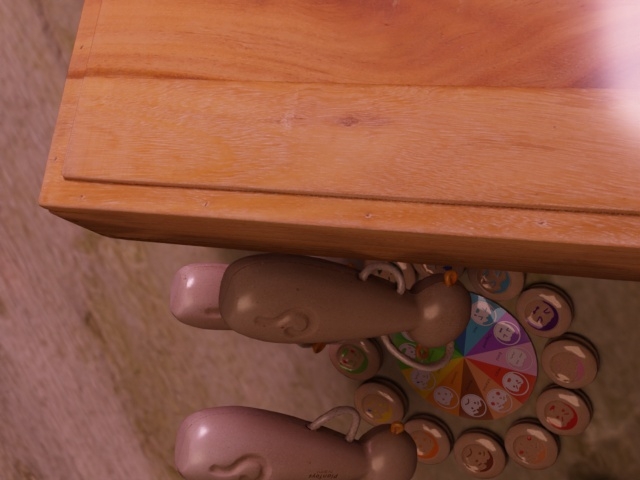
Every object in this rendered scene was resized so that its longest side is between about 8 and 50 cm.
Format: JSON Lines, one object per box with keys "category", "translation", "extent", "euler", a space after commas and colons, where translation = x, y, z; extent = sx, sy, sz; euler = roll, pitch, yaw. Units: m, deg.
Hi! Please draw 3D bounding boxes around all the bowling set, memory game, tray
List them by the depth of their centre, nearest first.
{"category": "tray", "translation": [0.058, -0.093, 0.913], "extent": [0.411, 0.076, 0.203], "euler": [4, 77, 32]}
{"category": "bowling set", "translation": [0.000, 0.000, 1.141], "extent": [0.154, 0.200, 0.287], "euler": [6, 125, -22]}
{"category": "memory game", "translation": [0.090, 0.077, 1.205], "extent": [0.186, 0.012, 0.186], "euler": [12, 123, 19]}
